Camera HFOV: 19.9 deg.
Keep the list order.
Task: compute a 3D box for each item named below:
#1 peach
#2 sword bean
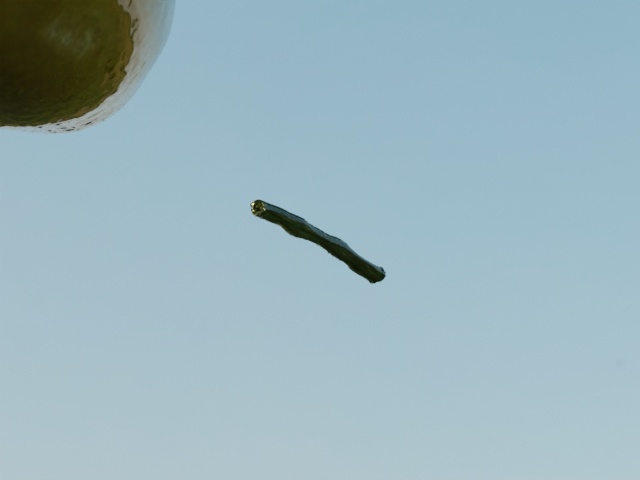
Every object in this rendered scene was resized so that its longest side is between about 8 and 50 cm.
[{"bbox_3d":[-0.185,-0.139,0.843,0.251,0.153,0.251,27,-7,4],"label":"peach"},{"bbox_3d":[0.000,0.000,0.895,0.083,0.012,0.012,30,-34,-30],"label":"sword bean"}]
